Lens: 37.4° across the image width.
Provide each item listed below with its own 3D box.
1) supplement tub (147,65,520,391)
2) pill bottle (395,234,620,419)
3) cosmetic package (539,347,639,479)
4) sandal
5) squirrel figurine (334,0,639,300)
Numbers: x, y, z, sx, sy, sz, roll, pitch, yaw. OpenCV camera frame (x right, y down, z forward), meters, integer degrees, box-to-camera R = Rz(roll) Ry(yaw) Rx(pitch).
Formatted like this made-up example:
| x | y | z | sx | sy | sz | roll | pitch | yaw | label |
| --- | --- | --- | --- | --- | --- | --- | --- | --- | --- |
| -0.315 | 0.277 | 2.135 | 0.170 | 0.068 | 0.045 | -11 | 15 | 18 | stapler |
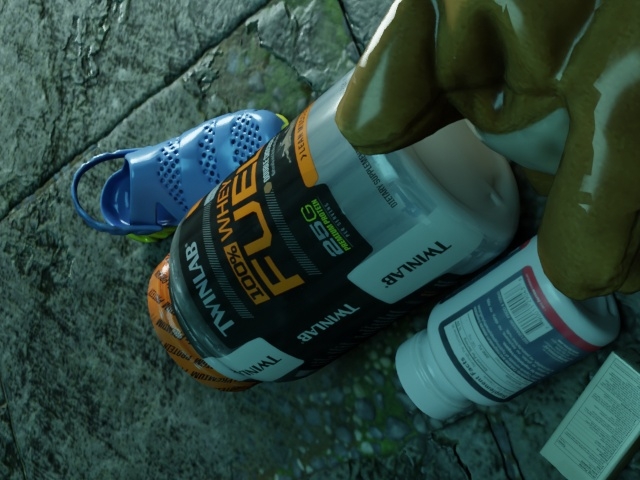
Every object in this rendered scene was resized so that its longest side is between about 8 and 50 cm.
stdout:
| x | y | z | sx | sy | sz | roll | pitch | yaw | label |
| --- | --- | --- | --- | --- | --- | --- | --- | --- | --- |
| 0.000 | 0.000 | 0.892 | 0.338 | 0.207 | 0.207 | -37 | 67 | 32 | supplement tub |
| 0.157 | 0.081 | 0.826 | 0.180 | 0.108 | 0.108 | -38 | 66 | 32 | pill bottle |
| 0.244 | 0.153 | 0.797 | 0.060 | 0.041 | 0.115 | 44 | 115 | 30 | cosmetic package |
| -0.165 | -0.066 | 1.073 | 0.317 | 0.138 | 0.126 | -19 | 75 | 35 | sandal |
| 0.280 | -0.125 | 0.610 | 0.370 | 0.281 | 0.397 | 38 | 104 | 43 | squirrel figurine |
